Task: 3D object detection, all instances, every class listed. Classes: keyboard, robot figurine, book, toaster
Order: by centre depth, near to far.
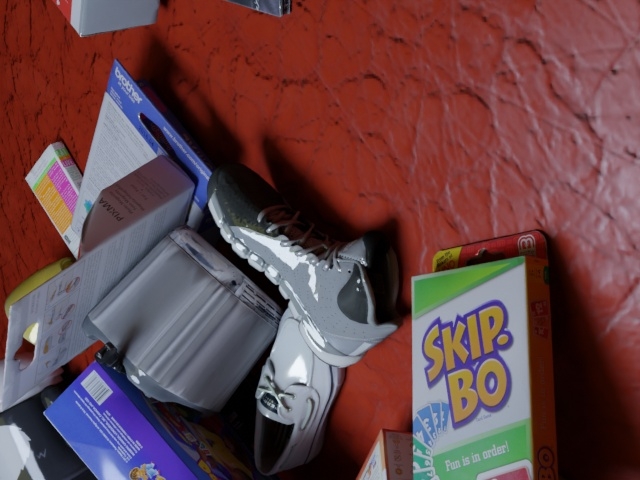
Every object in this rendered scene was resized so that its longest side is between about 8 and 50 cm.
[{"bbox_3d":[-0.135,0.082,0.892,0.129,0.146,0.227,38,174,26],"label":"toaster"},{"bbox_3d":[-0.095,0.229,1.077,0.108,0.023,0.180,53,141,10],"label":"keyboard"},{"bbox_3d":[-0.343,-0.051,1.200,0.096,0.035,0.144,-38,81,48],"label":"book"},{"bbox_3d":[-0.465,0.320,1.427,0.278,0.209,0.173,63,-178,1],"label":"robot figurine"}]

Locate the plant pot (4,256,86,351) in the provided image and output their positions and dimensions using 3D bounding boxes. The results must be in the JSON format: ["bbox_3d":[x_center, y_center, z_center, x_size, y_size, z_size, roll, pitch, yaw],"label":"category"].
[{"bbox_3d":[-0.358,0.080,1.229,0.134,0.134,0.095,46,111,22],"label":"plant pot"}]

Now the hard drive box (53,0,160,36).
[{"bbox_3d":[-0.221,-0.346,0.832,0.181,0.089,0.232,50,142,26],"label":"hard drive box"}]

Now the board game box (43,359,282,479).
[{"bbox_3d":[-0.111,0.279,0.939,0.347,0.078,0.233,46,-178,13],"label":"board game box"}]

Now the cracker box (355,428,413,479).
[{"bbox_3d":[0.070,0.313,0.793,0.232,0.067,0.156,-90,14,-46],"label":"cracker box"}]

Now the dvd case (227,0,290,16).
[{"bbox_3d":[-0.088,-0.322,0.766,0.164,0.018,0.221,27,129,38],"label":"dvd case"}]

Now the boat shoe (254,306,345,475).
[{"bbox_3d":[-0.029,0.165,0.923,0.083,0.075,0.226,29,130,36],"label":"boat shoe"}]

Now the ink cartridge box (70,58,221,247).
[{"bbox_3d":[-0.195,-0.046,1.008,0.186,0.065,0.311,50,143,15],"label":"ink cartridge box"}]

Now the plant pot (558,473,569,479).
[{"bbox_3d":[0.200,0.270,0.706,0.096,0.109,0.109,19,124,27],"label":"plant pot"}]

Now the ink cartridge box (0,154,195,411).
[{"bbox_3d":[-0.233,0.039,0.866,0.066,0.232,0.189,42,138,16],"label":"ink cartridge box"}]

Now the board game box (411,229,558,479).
[{"bbox_3d":[0.123,0.126,0.673,0.124,0.039,0.260,-15,68,51],"label":"board game box"}]

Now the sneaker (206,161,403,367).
[{"bbox_3d":[0.000,0.000,0.805,0.229,0.086,0.132,52,137,-1],"label":"sneaker"}]
